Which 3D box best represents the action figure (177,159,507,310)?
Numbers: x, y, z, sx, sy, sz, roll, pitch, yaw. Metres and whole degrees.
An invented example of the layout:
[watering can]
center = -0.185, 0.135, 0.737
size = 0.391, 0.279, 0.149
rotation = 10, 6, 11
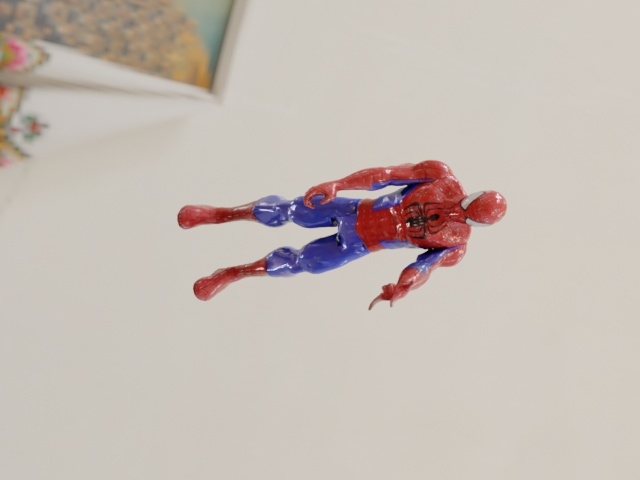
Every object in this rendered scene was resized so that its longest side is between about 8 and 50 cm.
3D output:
[action figure]
center = 0.000, 0.000, 1.463
size = 0.280, 0.139, 0.091
rotation = -10, -82, 32
